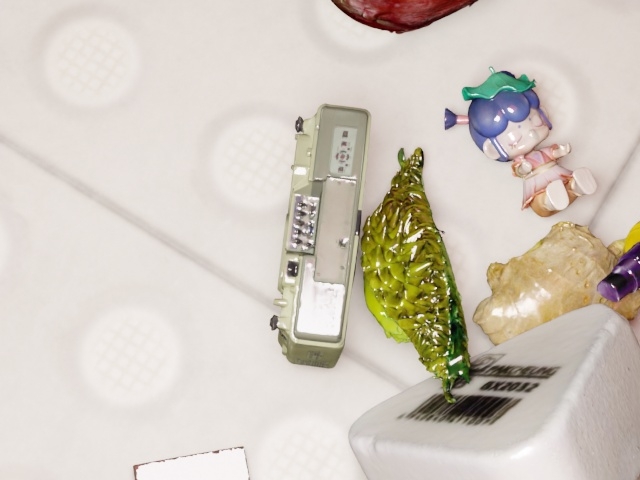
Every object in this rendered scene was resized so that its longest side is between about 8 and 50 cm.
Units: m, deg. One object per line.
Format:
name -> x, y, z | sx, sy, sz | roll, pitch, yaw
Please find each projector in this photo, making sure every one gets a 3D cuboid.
projector -> 0.000, 0.000, 1.563 | 0.088, 0.193, 0.269 | 7, 75, -1

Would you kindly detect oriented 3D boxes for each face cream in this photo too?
face cream -> 0.408, -0.009, 1.596 | 0.273, 0.078, 0.078 | -35, 79, -31

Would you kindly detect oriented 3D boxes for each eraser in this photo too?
eraser -> 0.180, 0.219, 1.472 | 0.331, 0.331, 0.150 | -31, 101, -9

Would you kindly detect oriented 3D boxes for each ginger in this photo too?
ginger -> 0.276, 0.062, 1.605 | 0.216, 0.102, 0.157 | -38, 87, -12

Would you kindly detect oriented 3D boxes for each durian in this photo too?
durian -> 0.100, 0.043, 1.562 | 0.107, 0.132, 0.375 | -8, 50, 3

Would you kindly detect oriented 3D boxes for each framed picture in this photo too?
framed picture -> -0.134, 0.324, 1.563 | 0.128, 0.023, 0.168 | -9, 76, -5

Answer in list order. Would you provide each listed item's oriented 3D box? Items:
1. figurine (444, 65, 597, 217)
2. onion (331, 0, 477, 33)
figurine -> 0.232, -0.113, 1.653 | 0.111, 0.102, 0.195 | -24, 80, -21
onion -> 0.089, -0.377, 1.664 | 0.281, 0.221, 0.281 | 8, 49, -9
